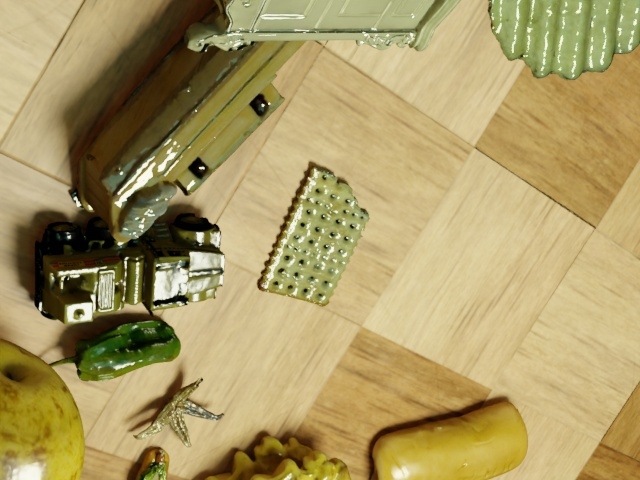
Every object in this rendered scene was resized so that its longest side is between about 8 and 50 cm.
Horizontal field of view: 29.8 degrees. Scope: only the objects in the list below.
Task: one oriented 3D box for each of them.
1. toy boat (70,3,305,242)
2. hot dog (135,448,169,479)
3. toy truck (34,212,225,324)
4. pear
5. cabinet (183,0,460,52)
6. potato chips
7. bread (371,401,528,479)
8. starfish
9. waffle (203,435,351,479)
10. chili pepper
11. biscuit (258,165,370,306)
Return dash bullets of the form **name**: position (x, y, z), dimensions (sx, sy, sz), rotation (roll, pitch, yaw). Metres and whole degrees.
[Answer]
- **toy boat**: position (-0.133, -0.178, 1.560), dimensions (0.445, 0.136, 0.162), rotation (-48, 137, -4)
- **hot dog**: position (-0.254, 0.370, 1.798), dimensions (0.056, 0.041, 0.133), rotation (6, 109, -33)
- **toy truck**: position (-0.245, 0.043, 1.601), dimensions (0.257, 0.127, 0.127), rotation (-7, 114, -32)
- **pear**: position (-0.431, 0.261, 1.506), dimensions (0.280, 0.280, 0.281), rotation (-13, 118, -25)
- **cabinet**: position (0.009, -0.381, 1.387), dimensions (0.317, 0.228, 0.290), rotation (-5, 158, -24)
- **potato chips**: position (0.414, -0.452, 1.800), dimensions (0.358, 0.070, 0.429), rotation (-10, 116, -24)
- **bread**: position (0.225, 0.369, 2.059), dimensions (0.305, 0.091, 0.142), rotation (-12, 123, -25)
- **starfish**: position (-0.203, 0.244, 1.769), dimensions (0.133, 0.041, 0.130), rotation (8, 117, -40)
- **waffle**: position (-0.057, 0.474, 1.904), dimensions (0.261, 0.151, 0.324), rotation (-24, 124, -16)
- **chili pepper**: position (-0.287, 0.158, 1.657), dimensions (0.204, 0.072, 0.073), rotation (-13, 131, -29)
- **biscuit**: position (0.000, 0.000, 1.792), dimensions (0.144, 0.016, 0.203), rotation (18, 103, -35)
